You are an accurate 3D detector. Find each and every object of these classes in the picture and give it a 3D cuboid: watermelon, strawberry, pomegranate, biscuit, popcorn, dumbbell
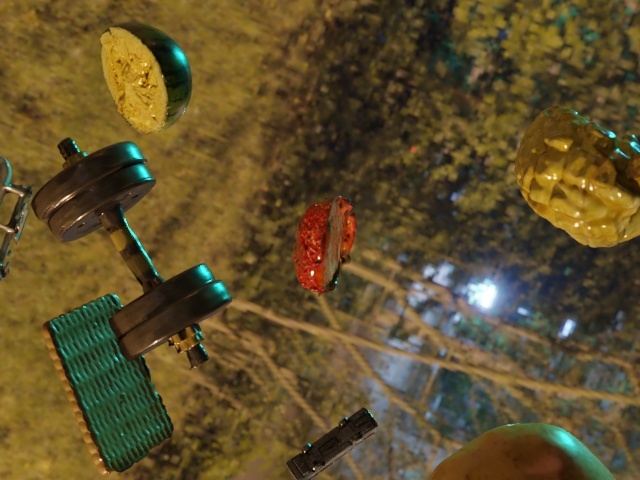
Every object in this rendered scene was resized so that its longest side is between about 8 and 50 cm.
[{"bbox_3d":[-0.153,-0.151,1.007,0.062,0.105,0.105,-28,145,-37],"label":"watermelon"},{"bbox_3d":[0.000,0.000,1.689,0.187,0.082,0.146,90,16,-48],"label":"strawberry"},{"bbox_3d":[0.328,0.449,1.738,0.342,0.342,0.342,22,90,-79],"label":"pomegranate"},{"bbox_3d":[-0.325,0.219,1.704,0.172,0.029,0.254,-28,97,-59],"label":"biscuit"},{"bbox_3d":[0.394,-0.100,1.659,0.174,0.225,0.286,-54,158,16],"label":"popcorn"},{"bbox_3d":[-0.277,0.017,1.635,0.185,0.388,0.185,-31,177,-2],"label":"dumbbell"}]

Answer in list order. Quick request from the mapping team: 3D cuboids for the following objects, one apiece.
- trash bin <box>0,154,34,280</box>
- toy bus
[{"bbox_3d":[-0.653,-0.087,1.778,0.368,0.296,0.256,98,9,-74],"label":"trash bin"},{"bbox_3d":[0.021,0.346,1.862,0.166,0.047,0.065,-34,159,-10],"label":"toy bus"}]
